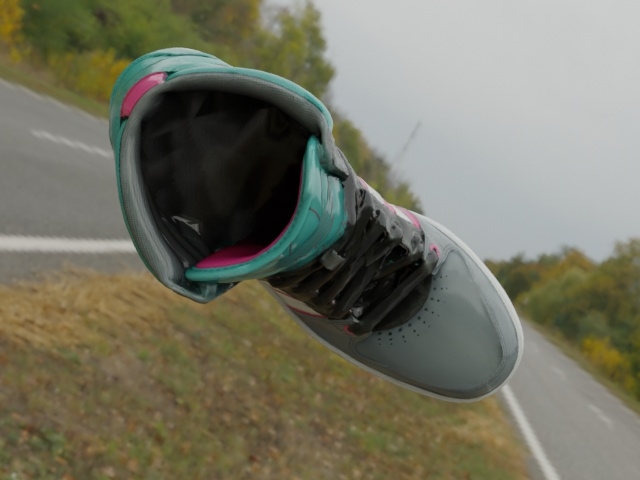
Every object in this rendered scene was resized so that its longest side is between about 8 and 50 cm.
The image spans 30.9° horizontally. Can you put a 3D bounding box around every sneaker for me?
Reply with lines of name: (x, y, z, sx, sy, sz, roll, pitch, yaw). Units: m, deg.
sneaker: (0.000, 0.000, 0.634, 0.295, 0.123, 0.178, 38, 8, -4)
